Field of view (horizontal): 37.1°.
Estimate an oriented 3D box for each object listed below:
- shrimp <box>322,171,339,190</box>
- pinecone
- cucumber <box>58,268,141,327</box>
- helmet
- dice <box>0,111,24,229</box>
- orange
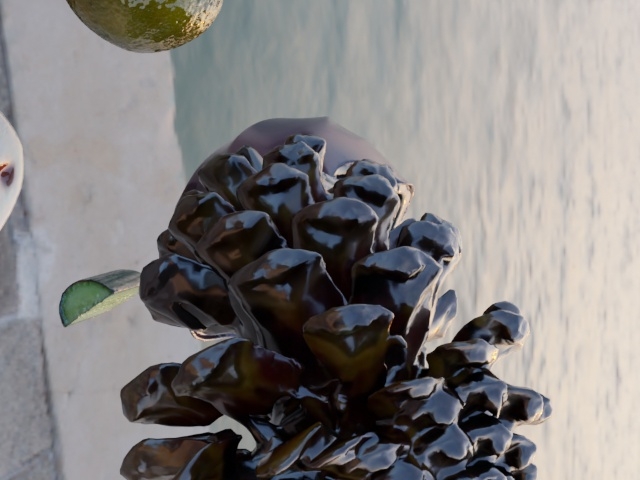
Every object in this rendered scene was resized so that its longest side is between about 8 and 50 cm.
[{"bbox_3d":[-0.002,0.000,0.902,0.251,0.052,0.144,30,53,-60],"label":"shrimp"},{"bbox_3d":[-0.008,0.066,0.561,0.246,0.246,0.292,60,7,-50],"label":"pinecone"},{"bbox_3d":[-0.404,0.094,1.818,0.063,0.115,0.244,57,13,4],"label":"cucumber"},{"bbox_3d":[-0.058,-0.034,1.170,0.338,0.197,0.271,-20,149,-29],"label":"helmet"},{"bbox_3d":[-0.488,-0.089,1.148,0.192,0.194,0.193,74,37,-62],"label":"dice"},{"bbox_3d":[-0.097,-0.143,0.508,0.095,0.085,0.085,5,86,-61],"label":"orange"}]
